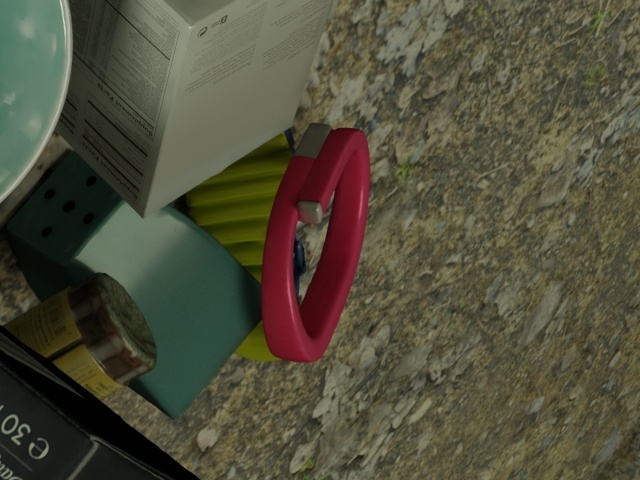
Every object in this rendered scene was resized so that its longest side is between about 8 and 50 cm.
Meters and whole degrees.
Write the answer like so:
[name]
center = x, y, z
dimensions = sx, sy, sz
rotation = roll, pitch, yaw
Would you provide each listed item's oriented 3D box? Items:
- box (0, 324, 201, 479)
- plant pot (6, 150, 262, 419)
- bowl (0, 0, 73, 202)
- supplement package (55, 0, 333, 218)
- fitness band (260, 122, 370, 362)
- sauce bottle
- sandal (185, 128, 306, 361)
[box]
center = -0.396, 0.265, 1.382
dimensions = 0.472, 0.480, 0.297
rotation = -55, 147, -5
[plant pot]
center = -0.198, 0.030, 1.766
dimensions = 0.166, 0.165, 0.234
rotation = -51, 139, -12
[bowl]
center = -0.360, -0.154, 1.314
dimensions = 0.311, 0.163, 0.311
rotation = -11, 113, -27
[supplement package]
center = -0.130, -0.202, 1.546
dimensions = 0.199, 0.198, 0.263
rotation = -35, 160, -33
[fitness band]
center = 0.000, 0.000, 1.868
dimensions = 0.291, 0.054, 0.209
rotation = -65, 157, -51
[sauce bottle]
center = -0.321, 0.153, 1.636
dimensions = 0.344, 0.111, 0.111
rotation = -28, 149, 9
[sandal]
center = -0.076, -0.027, 1.946
dimensions = 0.138, 0.126, 0.317
rotation = -78, 169, -57
